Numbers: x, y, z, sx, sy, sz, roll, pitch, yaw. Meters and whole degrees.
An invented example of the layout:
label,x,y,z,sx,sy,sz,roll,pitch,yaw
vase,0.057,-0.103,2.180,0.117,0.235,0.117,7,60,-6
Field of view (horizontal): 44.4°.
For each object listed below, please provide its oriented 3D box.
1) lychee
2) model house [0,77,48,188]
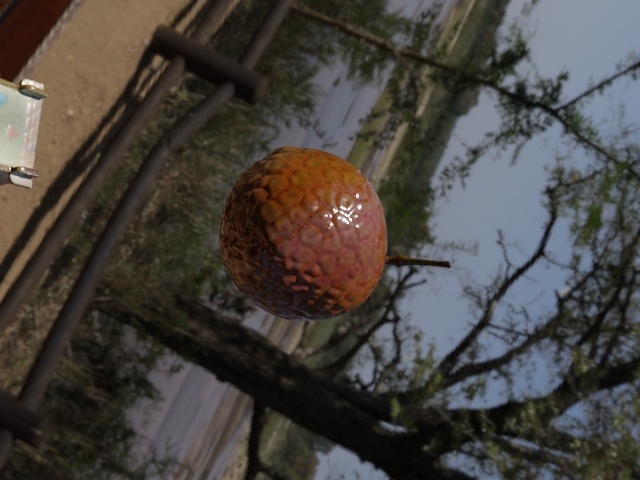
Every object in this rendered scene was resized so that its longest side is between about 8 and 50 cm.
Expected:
label,x,y,z,sx,sy,sz,roll,pitch,yaw
lychee,-0.004,0.002,0.476,0.101,0.114,0.140,-53,154,-8
model house,-0.504,-0.128,0.864,0.244,0.326,0.169,6,77,-61
